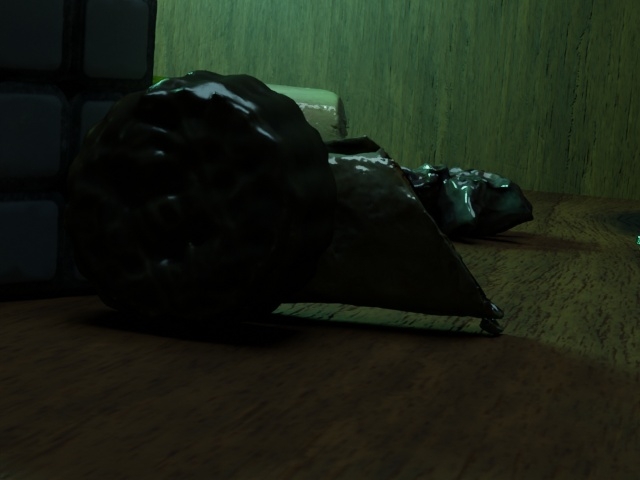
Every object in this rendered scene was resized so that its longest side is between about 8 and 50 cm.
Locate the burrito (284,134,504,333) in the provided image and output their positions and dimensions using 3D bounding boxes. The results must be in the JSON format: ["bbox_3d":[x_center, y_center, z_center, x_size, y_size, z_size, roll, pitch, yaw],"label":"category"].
[{"bbox_3d":[0.002,-0.012,1.198,0.347,0.175,0.107,6,20,8],"label":"burrito"}]

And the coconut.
[{"bbox_3d":[-0.092,-0.140,2.074,0.244,0.239,0.239,2,6,-12],"label":"coconut"}]

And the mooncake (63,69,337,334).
[{"bbox_3d":[-0.105,-0.033,1.103,0.228,0.228,0.124,6,7,12],"label":"mooncake"}]

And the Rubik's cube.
[{"bbox_3d":[-0.365,-0.111,1.265,0.301,0.304,0.305,9,10,42],"label":"Rubik's cube"}]

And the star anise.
[{"bbox_3d":[0.196,-0.070,2.123,0.331,0.118,0.332,2,11,0],"label":"star anise"}]

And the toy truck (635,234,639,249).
[{"bbox_3d":[0.544,-0.009,2.032,0.078,0.080,0.154,27,9,5],"label":"toy truck"}]

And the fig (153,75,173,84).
[{"bbox_3d":[-0.145,-0.099,1.733,0.314,0.233,0.233,15,7,3],"label":"fig"}]
